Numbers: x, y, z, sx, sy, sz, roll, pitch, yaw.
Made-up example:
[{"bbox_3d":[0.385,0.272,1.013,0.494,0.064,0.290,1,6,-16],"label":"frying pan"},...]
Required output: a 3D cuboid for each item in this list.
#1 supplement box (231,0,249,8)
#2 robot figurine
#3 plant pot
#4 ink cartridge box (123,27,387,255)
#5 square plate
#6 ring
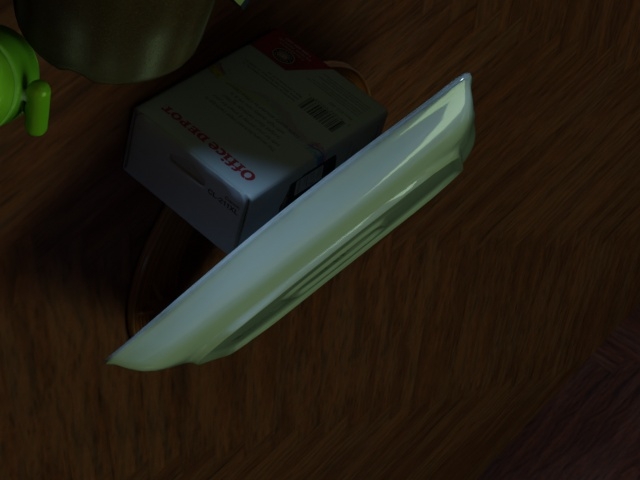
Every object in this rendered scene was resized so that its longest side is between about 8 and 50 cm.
[{"bbox_3d":[-0.080,-0.214,1.198,0.056,0.083,0.083,-55,159,1],"label":"supplement box"},{"bbox_3d":[-0.215,-0.101,1.085,0.115,0.101,0.067,-66,173,-77],"label":"robot figurine"},{"bbox_3d":[-0.119,-0.192,1.062,0.167,0.167,0.165,-40,162,-33],"label":"plant pot"},{"bbox_3d":[-0.053,-0.082,1.400,0.175,0.127,0.072,-35,155,-39],"label":"ink cartridge box"},{"bbox_3d":[0.000,0.000,1.430,0.344,0.049,0.347,-39,176,4],"label":"square plate"},{"bbox_3d":[-0.055,-0.018,1.631,0.336,0.032,0.336,-45,158,-24],"label":"ring"}]
